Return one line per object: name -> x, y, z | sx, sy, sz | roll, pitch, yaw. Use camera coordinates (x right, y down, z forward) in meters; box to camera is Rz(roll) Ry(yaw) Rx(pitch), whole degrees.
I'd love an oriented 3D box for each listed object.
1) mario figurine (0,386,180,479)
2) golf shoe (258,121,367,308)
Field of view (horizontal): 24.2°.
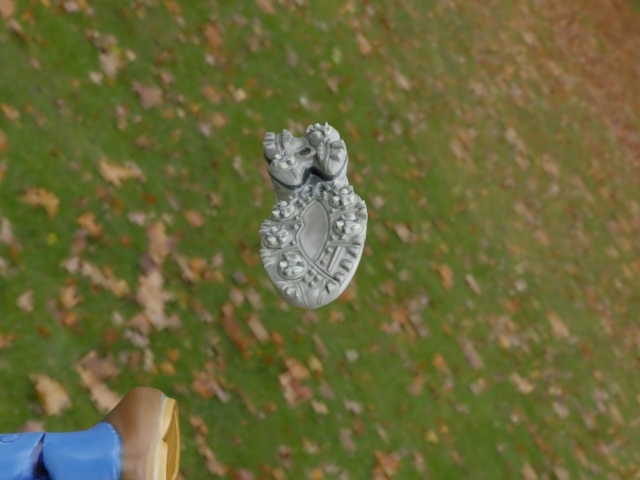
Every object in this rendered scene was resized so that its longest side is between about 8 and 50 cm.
mario figurine -> -0.233, 0.122, 0.763 | 0.170, 0.321, 0.198 | 102, -7, -68
golf shoe -> 0.000, 0.000, 0.963 | 0.176, 0.069, 0.086 | -89, 171, -54
